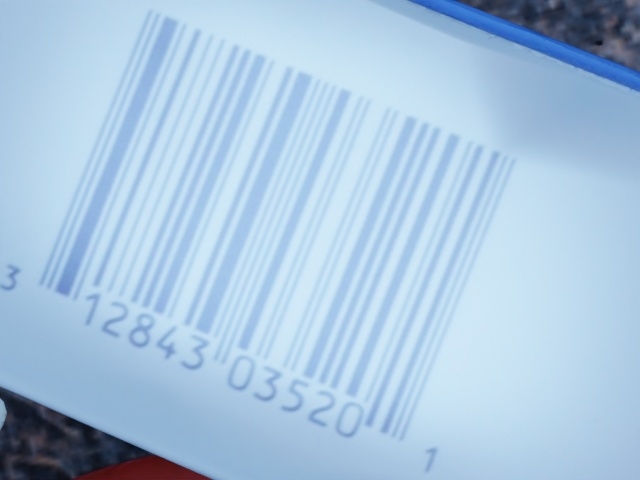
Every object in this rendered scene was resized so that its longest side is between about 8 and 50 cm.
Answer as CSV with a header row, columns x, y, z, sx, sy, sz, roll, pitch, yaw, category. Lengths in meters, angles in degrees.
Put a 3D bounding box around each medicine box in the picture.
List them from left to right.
x,y,z,sx,sy,sz,roll,pitch,yaw,category
0.000,0.000,0.625,0.263,0.289,0.149,22,90,6,medicine box

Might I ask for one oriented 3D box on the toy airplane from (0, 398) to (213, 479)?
x,y,z,sx,sy,sz,roll,pitch,yaw,category
-0.161,0.224,0.594,0.272,0.384,0.386,27,91,19,toy airplane
